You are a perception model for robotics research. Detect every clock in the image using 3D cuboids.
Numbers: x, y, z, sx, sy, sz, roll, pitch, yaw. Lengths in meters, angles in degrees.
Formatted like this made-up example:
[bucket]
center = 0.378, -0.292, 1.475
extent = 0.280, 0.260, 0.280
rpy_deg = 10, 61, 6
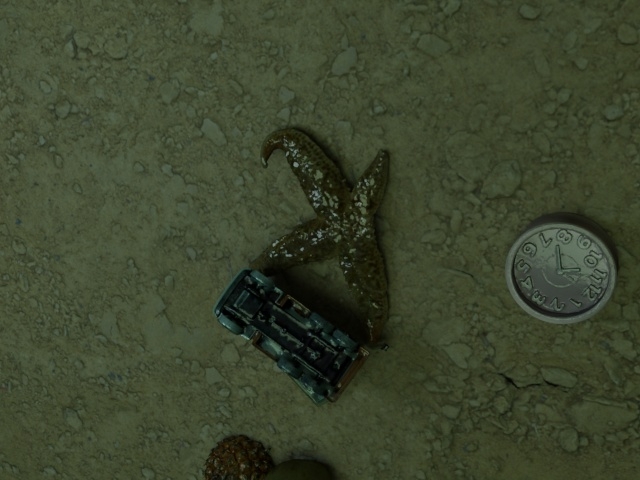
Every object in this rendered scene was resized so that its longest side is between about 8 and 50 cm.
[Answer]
[clock]
center = 0.442, 0.052, 1.587
extent = 0.197, 0.068, 0.196
rpy_deg = 6, 110, 18

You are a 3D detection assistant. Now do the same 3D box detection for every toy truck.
[toy truck]
center = -0.059, 0.186, 1.746
extent = 0.305, 0.162, 0.136
rpy_deg = 35, 86, 5

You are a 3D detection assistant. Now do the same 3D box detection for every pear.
[pear]
center = -0.052, 0.566, 1.913
extent = 0.167, 0.136, 0.167
rpy_deg = 8, 112, 21

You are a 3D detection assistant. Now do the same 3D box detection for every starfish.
[starfish]
center = 0.000, 0.000, 1.737
extent = 0.324, 0.082, 0.431
rpy_deg = 9, 113, 15

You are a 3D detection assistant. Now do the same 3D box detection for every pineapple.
[pineapple]
center = -0.201, 0.542, 1.959
extent = 0.161, 0.137, 0.176
rpy_deg = 31, 117, 9

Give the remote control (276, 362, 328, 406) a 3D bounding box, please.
[remote control]
center = -0.047, 0.248, 1.858
extent = 0.233, 0.038, 0.098
rpy_deg = 47, 118, 0
